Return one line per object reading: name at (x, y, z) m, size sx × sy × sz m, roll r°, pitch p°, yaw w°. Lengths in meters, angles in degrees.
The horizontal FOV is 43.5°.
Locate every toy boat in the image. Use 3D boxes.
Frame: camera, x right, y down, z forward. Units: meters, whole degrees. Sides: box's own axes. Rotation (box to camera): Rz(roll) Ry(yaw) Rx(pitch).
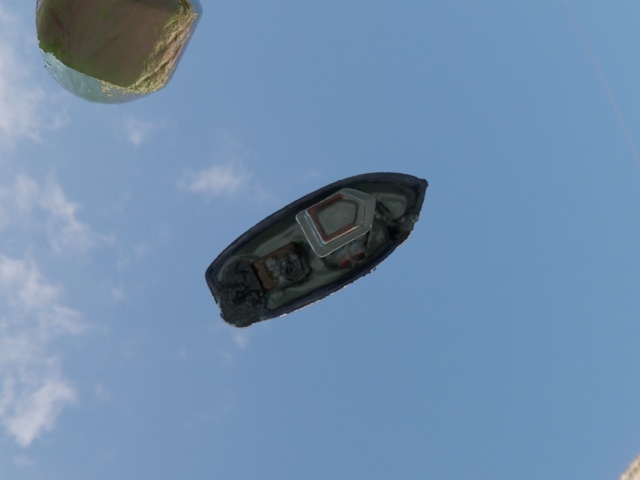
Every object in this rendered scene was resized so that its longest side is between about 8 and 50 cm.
toy boat at (0.000, 0.000, 0.453) m, size 0.140 × 0.066 × 0.059 m, roll -28°, pitch -103°, yaw -5°

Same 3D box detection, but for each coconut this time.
coconut at (-0.262, -0.297, 1.033) m, size 0.204 × 0.236 × 0.236 m, roll 36°, pitch -103°, yaw 21°
